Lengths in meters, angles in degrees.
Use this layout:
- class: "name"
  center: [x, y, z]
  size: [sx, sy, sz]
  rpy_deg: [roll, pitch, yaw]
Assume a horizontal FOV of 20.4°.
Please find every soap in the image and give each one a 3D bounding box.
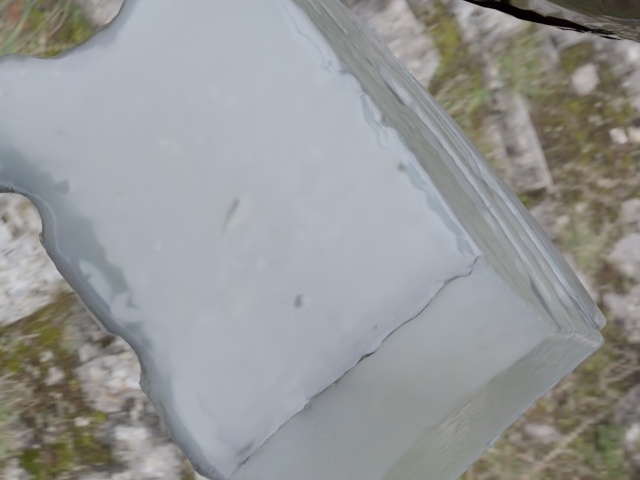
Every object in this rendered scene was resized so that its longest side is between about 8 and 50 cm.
- class: "soap"
  center: [0.000, 0.000, 1.152]
  size: [0.213, 0.435, 0.350]
  rpy_deg: [-36, 79, 10]

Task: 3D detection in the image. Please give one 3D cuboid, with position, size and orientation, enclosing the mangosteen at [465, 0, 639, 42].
- class: "mangosteen"
  center: [0.076, -0.180, 0.337]
  size: [0.288, 0.288, 0.288]
  rpy_deg: [3, 82, -22]
